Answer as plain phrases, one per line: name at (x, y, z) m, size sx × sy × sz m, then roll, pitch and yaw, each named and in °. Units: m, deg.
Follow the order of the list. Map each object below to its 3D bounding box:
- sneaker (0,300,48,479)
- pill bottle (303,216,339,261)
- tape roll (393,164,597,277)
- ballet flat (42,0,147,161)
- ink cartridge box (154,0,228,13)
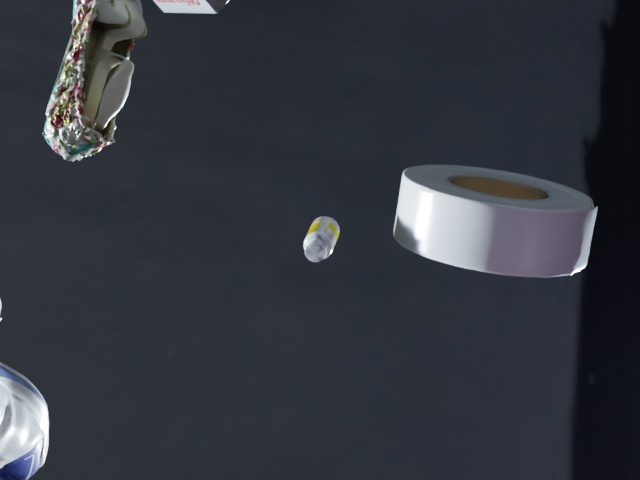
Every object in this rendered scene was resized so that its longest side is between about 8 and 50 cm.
sneaker at (-0.356, 0.173, 1.267) m, size 0.127 × 0.182 × 0.315 m, roll 8°, pitch 146°, yaw 8°
pill bottle at (0.000, 0.000, 1.979) m, size 0.043 × 0.043 × 0.083 m, roll -1°, pitch -156°, yaw 13°
tape roll at (0.253, -0.032, 2.005) m, size 0.286 × 0.100 × 0.286 m, roll 8°, pitch -167°, yaw -2°
ballet flat at (-0.219, -0.194, 1.415) m, size 0.077 × 0.241 × 0.091 m, roll 1°, pitch 164°, yaw 35°
ink cartridge box at (-0.126, -0.298, 1.174) m, size 0.176 × 0.127 × 0.128 m, roll 49°, pitch 166°, yaw -27°
